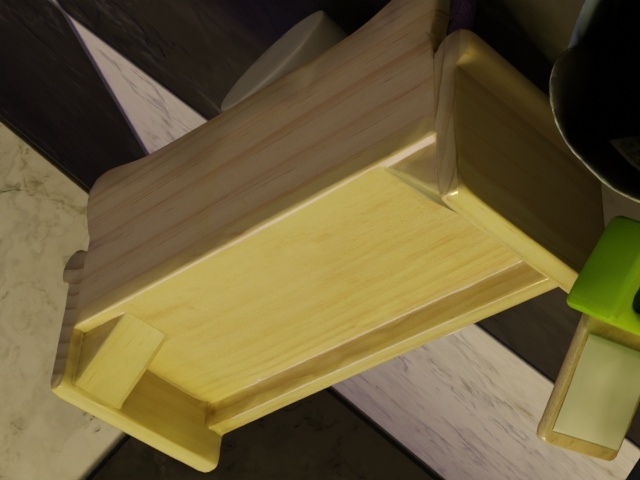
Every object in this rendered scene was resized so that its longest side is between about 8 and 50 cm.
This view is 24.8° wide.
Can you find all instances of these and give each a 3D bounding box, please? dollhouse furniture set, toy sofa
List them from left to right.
[{"bbox_3d":[0.000,0.000,0.944,0.363,0.177,0.150,-28,134,34],"label":"toy sofa"},{"bbox_3d":[0.269,0.116,0.698,0.198,0.151,0.301,21,-178,-37],"label":"dollhouse furniture set"}]

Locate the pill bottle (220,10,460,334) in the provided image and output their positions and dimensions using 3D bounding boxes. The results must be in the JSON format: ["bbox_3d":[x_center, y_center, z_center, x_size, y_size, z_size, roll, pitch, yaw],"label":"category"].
[{"bbox_3d":[0.043,-0.049,1.051,0.229,0.131,0.131,46,168,-15],"label":"pill bottle"}]

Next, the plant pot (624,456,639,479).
[{"bbox_3d":[0.295,0.249,0.993,0.247,0.252,0.248,41,168,13],"label":"plant pot"}]

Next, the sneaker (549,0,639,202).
[{"bbox_3d":[0.162,-0.057,0.591,0.131,0.148,0.350,37,167,26],"label":"sneaker"}]
